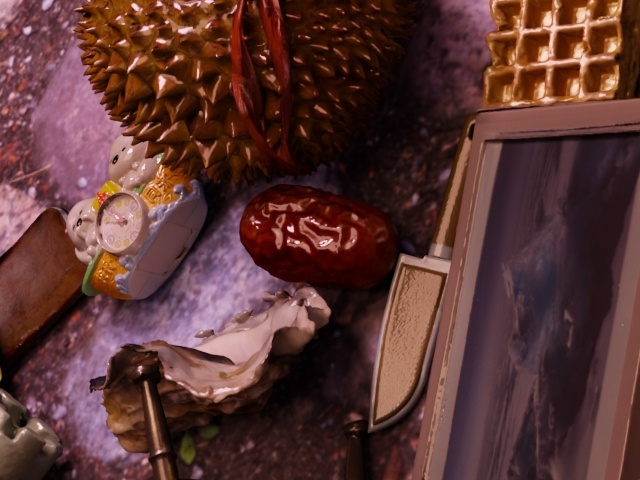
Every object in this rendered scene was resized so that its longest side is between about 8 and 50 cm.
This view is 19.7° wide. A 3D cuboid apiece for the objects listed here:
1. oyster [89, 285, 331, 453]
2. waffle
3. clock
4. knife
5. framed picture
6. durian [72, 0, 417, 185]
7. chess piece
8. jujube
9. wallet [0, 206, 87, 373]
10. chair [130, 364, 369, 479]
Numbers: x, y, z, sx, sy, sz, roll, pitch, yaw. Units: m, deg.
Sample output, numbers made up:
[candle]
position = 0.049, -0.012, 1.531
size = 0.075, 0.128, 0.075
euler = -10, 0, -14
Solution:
[oyster]
position = -0.119, 0.138, 1.905
size = 0.351, 0.238, 0.114
euler = -34, 80, 45
[waffle]
position = 0.237, -0.174, 1.834
size = 0.160, 0.055, 0.210
euler = -2, 73, 37
[clock]
position = -0.211, -0.035, 2.102
size = 0.144, 0.103, 0.231
euler = 42, 102, 31
[knife]
position = 0.107, 0.033, 1.872
size = 0.061, 0.027, 0.343
euler = 14, 83, 14
[framed picture]
position = 0.200, 0.090, 1.666
size = 0.326, 0.028, 0.446
euler = 0, 79, 62
[durian]
position = -0.076, -0.225, 1.920
size = 0.384, 0.348, 0.347
euler = -23, 60, 36
[chess piece]
position = -0.430, 0.316, 2.103
size = 0.299, 0.194, 0.194
euler = -51, 50, 0
[jujube]
position = 0.000, 0.000, 1.912
size = 0.176, 0.112, 0.109
euler = 14, 122, 36
[wallet]
position = -0.372, 0.075, 2.234
size = 0.255, 0.031, 0.137
euler = -43, 52, 17
[chair]
position = -0.135, 0.401, 1.728
size = 0.362, 0.365, 0.410
euler = -30, 62, 26
